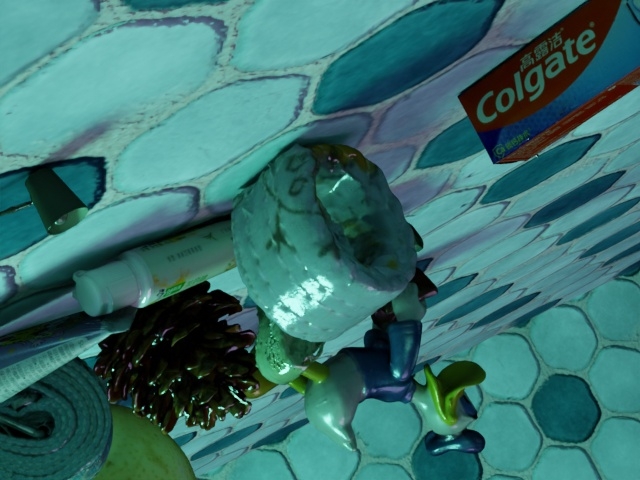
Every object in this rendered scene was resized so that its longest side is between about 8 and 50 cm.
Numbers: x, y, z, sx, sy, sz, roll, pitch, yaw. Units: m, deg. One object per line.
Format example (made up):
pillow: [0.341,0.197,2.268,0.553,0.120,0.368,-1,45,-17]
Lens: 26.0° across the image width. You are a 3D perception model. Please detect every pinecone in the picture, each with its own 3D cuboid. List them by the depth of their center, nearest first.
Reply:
pinecone: [-0.134,0.112,1.344,0.173,0.174,0.173,-26,168,-6]

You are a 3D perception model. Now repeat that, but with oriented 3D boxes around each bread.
bread: [-0.006,0.041,1.331,0.172,0.064,0.232,-47,-168,17]

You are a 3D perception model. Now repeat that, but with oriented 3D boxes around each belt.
belt: [-0.275,0.167,1.292,0.147,0.163,0.082,-43,170,-20]

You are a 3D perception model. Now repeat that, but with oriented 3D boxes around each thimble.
thimble: [-0.001,0.002,1.186,0.127,0.151,0.118,5,148,-42]

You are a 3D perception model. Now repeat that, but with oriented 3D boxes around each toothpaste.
toothpaste: [0.264,-0.177,1.181,0.320,0.076,0.066,-35,165,33]
toothpaste: [-0.298,0.120,1.204,0.299,0.073,0.114,-24,-172,2]
toothpaste: [-0.084,0.005,1.268,0.314,0.058,0.056,-22,126,-41]

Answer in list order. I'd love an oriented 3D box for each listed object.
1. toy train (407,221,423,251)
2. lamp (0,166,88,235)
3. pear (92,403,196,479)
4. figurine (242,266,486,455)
toy train: [0.045,0.010,1.525,0.111,0.071,0.170,-38,165,8]
lamp: [-0.221,-0.008,0.942,0.121,0.054,0.041,-35,168,1]
pear: [-0.288,0.342,1.683,0.309,0.309,0.309,-26,168,-6]
figurine: [0.095,0.182,1.923,0.284,0.338,0.204,-59,-167,-29]
